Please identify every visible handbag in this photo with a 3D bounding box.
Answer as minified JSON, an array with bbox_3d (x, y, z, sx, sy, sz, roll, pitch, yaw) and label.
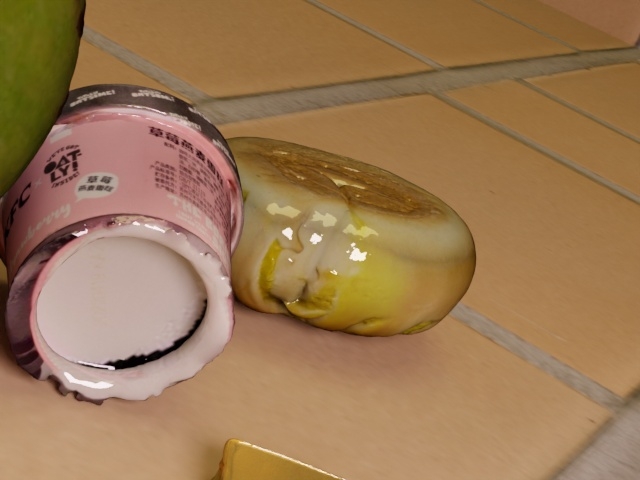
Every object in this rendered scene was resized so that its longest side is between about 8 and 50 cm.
[{"bbox_3d":[-0.017,0.138,0.708,0.083,0.027,0.061,21,20,-6],"label":"handbag"}]

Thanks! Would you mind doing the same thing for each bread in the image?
[{"bbox_3d":[0.000,0.000,0.950,0.213,0.104,0.213,16,21,-6],"label":"bread"}]

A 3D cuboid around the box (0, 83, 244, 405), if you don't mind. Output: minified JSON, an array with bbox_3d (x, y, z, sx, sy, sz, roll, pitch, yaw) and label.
[{"bbox_3d":[-0.115,0.008,0.774,0.151,0.151,0.135,15,31,-19],"label":"box"}]

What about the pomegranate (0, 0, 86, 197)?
[{"bbox_3d":[-0.264,-0.137,0.677,0.291,0.323,0.290,-9,51,11],"label":"pomegranate"}]
